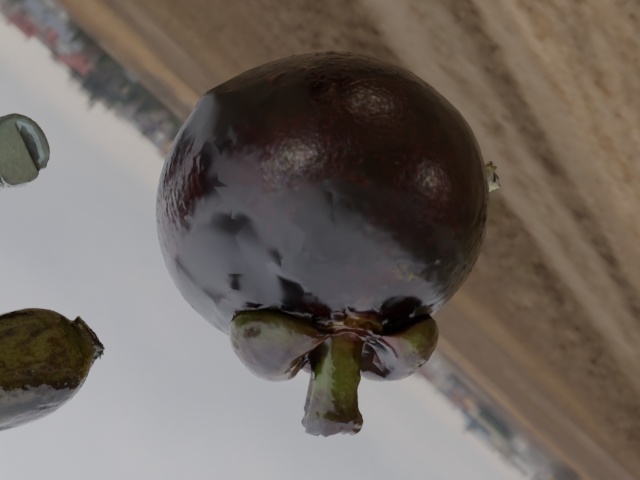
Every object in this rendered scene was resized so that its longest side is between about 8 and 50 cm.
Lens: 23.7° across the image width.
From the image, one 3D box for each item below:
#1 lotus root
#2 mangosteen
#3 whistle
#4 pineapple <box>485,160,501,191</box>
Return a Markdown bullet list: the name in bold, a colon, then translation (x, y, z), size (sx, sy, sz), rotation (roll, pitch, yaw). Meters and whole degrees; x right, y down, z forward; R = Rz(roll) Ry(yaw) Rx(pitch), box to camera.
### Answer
- **lotus root**: translation (-0.251, 0.105, 1.169), size (0.080, 0.179, 0.089), rotation (54, 153, 40)
- **mangosteen**: translation (-0.005, -0.018, 1.330), size (0.297, 0.293, 0.297), rotation (17, 139, 16)
- **whistle**: translation (-0.351, -0.058, 1.308), size (0.133, 0.142, 0.346), rotation (-3, 179, -42)
- **pineapple**: translation (0.076, -0.097, 1.990), size (0.209, 0.286, 0.344), rotation (58, -150, -1)
